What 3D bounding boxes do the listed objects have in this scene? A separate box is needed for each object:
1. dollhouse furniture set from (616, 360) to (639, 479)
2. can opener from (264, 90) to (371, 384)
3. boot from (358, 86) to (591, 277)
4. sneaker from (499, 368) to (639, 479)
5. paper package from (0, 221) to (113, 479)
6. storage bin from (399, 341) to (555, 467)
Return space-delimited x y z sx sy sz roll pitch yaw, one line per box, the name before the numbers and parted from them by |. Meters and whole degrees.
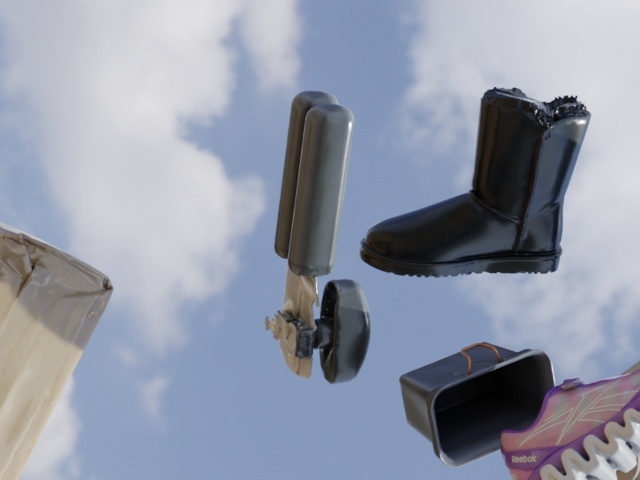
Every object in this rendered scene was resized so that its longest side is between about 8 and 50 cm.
dollhouse furniture set | 0.491 0.238 1.777 0.174 0.303 0.355 46 -27 26
can opener | 0.000 0.000 1.347 0.074 0.093 0.280 -136 -136 -56
boot | 0.170 -0.068 1.611 0.094 0.247 0.207 -119 -149 -64
sneaker | 0.257 0.156 1.315 0.104 0.236 0.095 56 5 39
paper package | -0.437 0.116 1.684 0.325 0.168 0.309 20 -98 49
storage bin | 0.142 0.142 1.388 0.091 0.135 0.098 23 -52 60
